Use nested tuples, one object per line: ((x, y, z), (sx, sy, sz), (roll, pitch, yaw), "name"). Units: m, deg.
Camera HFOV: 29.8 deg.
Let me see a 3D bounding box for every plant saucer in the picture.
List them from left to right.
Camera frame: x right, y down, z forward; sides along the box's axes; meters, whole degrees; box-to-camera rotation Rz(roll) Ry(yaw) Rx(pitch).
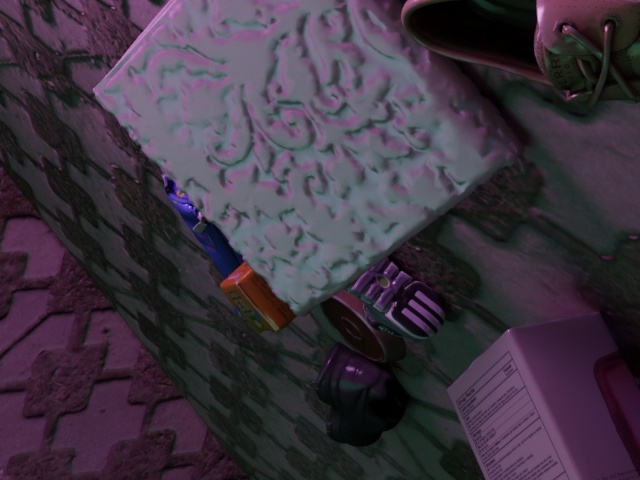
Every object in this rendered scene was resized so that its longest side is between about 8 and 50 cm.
((0.055, 0.123, 1.779), (0.168, 0.029, 0.168), (40, 160, 18), "plant saucer")

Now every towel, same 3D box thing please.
((-0.020, -0.124, 1.176), (0.332, 0.053, 0.317), (48, 122, -4), "towel")

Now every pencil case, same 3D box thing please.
((-0.116, -0.002, 1.742), (0.119, 0.133, 0.306), (-3, 137, 23), "pencil case")

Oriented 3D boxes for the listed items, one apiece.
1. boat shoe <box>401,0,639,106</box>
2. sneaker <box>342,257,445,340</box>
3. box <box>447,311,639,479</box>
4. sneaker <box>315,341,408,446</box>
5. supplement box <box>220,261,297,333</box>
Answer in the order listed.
((0.200, -0.139, 0.837), (0.341, 0.110, 0.121), (25, 151, 48), "boat shoe")
((0.054, 0.055, 1.567), (0.229, 0.086, 0.132), (44, 163, 6), "sneaker")
((0.250, 0.211, 1.213), (0.148, 0.127, 0.232), (-56, 49, 51), "box")
((0.077, 0.269, 1.912), (0.130, 0.109, 0.286), (19, 158, 21), "sneaker")
((0.000, 0.000, 1.339), (0.080, 0.233, 0.078), (48, 162, -10), "supplement box")
